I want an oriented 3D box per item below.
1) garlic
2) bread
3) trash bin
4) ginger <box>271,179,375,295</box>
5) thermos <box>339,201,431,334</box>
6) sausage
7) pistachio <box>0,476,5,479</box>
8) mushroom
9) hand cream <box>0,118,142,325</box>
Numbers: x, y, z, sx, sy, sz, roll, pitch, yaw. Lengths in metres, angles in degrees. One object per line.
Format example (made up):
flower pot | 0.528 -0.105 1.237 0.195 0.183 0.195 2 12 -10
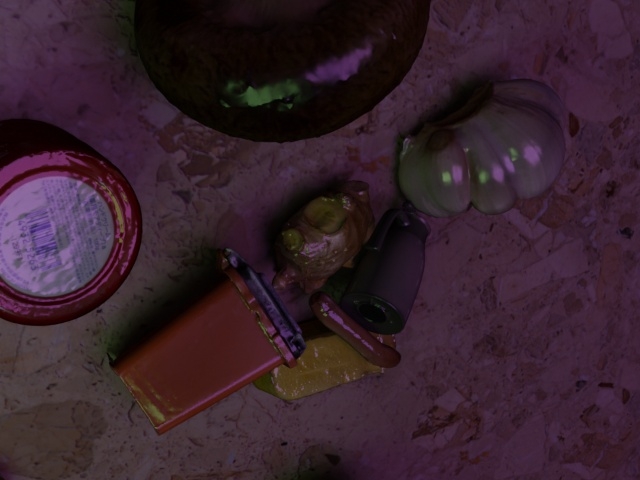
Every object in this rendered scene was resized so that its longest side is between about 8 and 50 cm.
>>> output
garlic | 0.280 -0.125 1.424 0.281 0.185 0.203 -43 134 -13
bread | 0.001 0.177 1.414 0.246 0.094 0.102 -13 107 -32
trash bin | -0.164 0.136 1.231 0.239 0.161 0.184 -32 95 -11
ginger | 0.000 0.000 1.330 0.216 0.102 0.157 -41 157 -23
thermos | 0.109 0.030 1.394 0.193 0.105 0.137 -62 142 -31
sausage | 0.053 0.142 1.369 0.186 0.043 0.043 41 83 -24
pistachio | -0.472 0.388 1.155 0.189 0.100 0.110 -38 122 -19
mushroom | -0.034 -0.296 1.013 0.331 0.334 0.356 15 144 -7
hand cream | -0.333 -0.022 1.055 0.230 0.149 0.230 -12 115 -28
